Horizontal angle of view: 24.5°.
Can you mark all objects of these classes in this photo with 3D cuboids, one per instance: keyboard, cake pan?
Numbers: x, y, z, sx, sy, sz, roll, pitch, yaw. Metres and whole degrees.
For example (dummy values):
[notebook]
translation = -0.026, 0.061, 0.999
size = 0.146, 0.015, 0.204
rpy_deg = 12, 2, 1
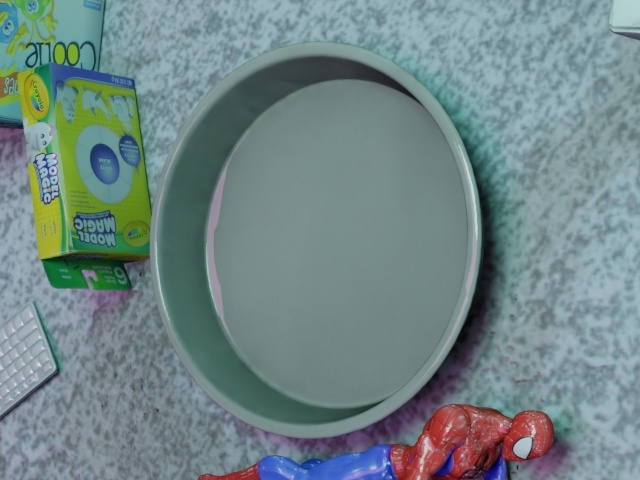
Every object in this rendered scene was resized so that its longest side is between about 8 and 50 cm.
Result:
[keyboard]
translation = -0.330, 0.152, 1.335
size = 0.256, 0.014, 0.072
rpy_deg = -38, 68, 25
[cake pan]
translation = 0.000, 0.000, 1.104
size = 0.293, 0.054, 0.293
rpy_deg = -2, 86, 33

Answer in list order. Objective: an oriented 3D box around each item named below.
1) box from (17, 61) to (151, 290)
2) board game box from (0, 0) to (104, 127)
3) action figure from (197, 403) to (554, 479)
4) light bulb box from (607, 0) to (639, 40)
[box]
translation = -0.188, -0.049, 1.199
size = 0.043, 0.105, 0.179
rpy_deg = -12, 81, 33
[board game box]
translation = -0.340, -0.176, 1.283
size = 0.275, 0.144, 0.142
rpy_deg = 6, 90, 33
[action figure]
translation = 0.049, 0.198, 1.041
size = 0.280, 0.091, 0.139
rpy_deg = -24, 68, 31
[light bulb box]
translation = 0.330, -0.251, 0.722
size = 0.225, 0.358, 0.361
rpy_deg = 8, 92, 35
